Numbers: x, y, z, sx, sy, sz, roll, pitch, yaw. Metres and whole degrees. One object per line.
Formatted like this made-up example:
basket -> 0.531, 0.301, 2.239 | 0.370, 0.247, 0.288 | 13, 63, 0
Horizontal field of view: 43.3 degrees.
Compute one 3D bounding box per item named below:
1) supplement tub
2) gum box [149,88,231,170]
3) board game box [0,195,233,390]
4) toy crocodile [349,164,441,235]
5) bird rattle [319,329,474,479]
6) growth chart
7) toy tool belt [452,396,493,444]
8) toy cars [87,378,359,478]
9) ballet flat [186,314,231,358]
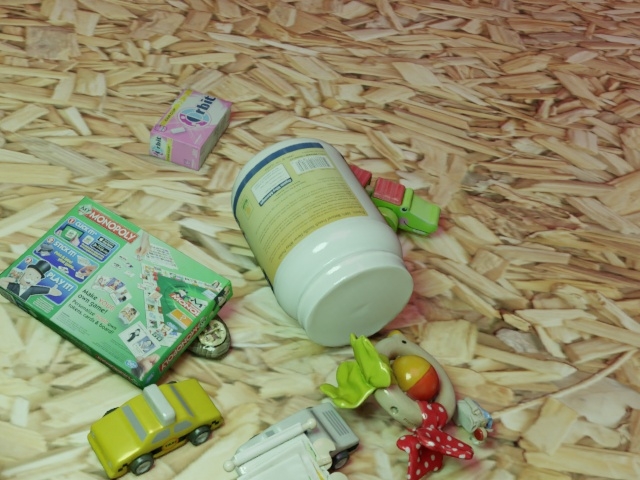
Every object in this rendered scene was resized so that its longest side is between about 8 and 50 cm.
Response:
supplement tub -> 0.000, 0.000, 1.376 | 0.228, 0.228, 0.316 | -10, 49, -24
gum box -> -0.264, -0.235, 1.667 | 0.107, 0.062, 0.188 | 19, 44, 4
board game box -> -0.330, 0.076, 1.290 | 0.317, 0.046, 0.213 | 29, 58, 21
toy crocodile -> 0.073, -0.096, 1.584 | 0.341, 0.105, 0.115 | 20, 44, 5
bird rattle -> 0.142, 0.232, 1.242 | 0.254, 0.143, 0.207 | 35, 34, 9
growth chart -> -0.030, 0.369, 1.080 | 0.172, 0.021, 0.237 | -11, 72, -28
toy tool belt -> 0.251, 0.283, 1.278 | 0.051, 0.052, 0.083 | -4, 27, -27
toy cars -> -0.131, 0.273, 1.163 | 0.394, 0.087, 0.176 | 11, 44, -4
ballet flat -> -0.234, 0.097, 1.337 | 0.084, 0.058, 0.250 | -22, 54, -34
